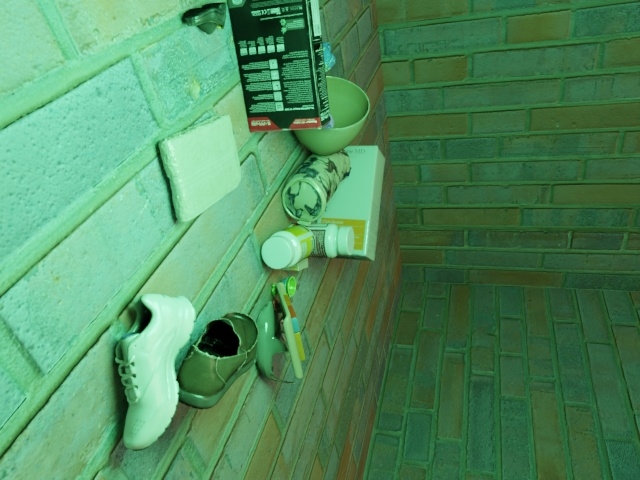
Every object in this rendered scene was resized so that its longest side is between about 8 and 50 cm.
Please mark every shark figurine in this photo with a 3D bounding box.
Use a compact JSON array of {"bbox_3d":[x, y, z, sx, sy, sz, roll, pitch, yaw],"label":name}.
[{"bbox_3d":[-0.142,0.344,1.482,0.166,0.116,0.279,-42,129,-64],"label":"shark figurine"}]

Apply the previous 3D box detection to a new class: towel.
[{"bbox_3d":[-0.275,-0.180,1.150,0.282,0.049,0.187,-53,139,-59],"label":"towel"}]

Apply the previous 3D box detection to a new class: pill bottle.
[{"bbox_3d":[-0.101,0.021,1.568,0.208,0.119,0.119,-26,116,-69],"label":"pill bottle"},{"bbox_3d":[0.000,0.000,1.710,0.121,0.221,0.121,1,90,-71],"label":"pill bottle"}]

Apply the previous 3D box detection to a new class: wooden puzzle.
[{"bbox_3d":[-0.089,0.272,1.517,0.239,0.044,0.221,-113,-168,-66],"label":"wooden puzzle"}]

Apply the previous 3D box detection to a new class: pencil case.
[{"bbox_3d":[-0.007,-0.211,1.775,0.410,0.159,0.184,-59,143,-56],"label":"pencil case"}]

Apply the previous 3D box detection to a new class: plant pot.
[{"bbox_3d":[0.017,-0.411,1.714,0.191,0.283,0.284,98,6,-53],"label":"plant pot"}]

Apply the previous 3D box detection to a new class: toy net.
[{"bbox_3d":[-0.118,0.241,1.650,0.122,0.045,0.233,-43,131,-66],"label":"toy net"}]

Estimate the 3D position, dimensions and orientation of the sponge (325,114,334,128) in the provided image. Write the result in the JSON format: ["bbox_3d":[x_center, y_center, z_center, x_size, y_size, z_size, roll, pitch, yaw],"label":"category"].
[{"bbox_3d":[-0.071,-0.383,1.490,0.117,0.209,0.031,51,46,-62],"label":"sponge"}]

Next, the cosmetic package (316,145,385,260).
[{"bbox_3d":[0.124,-0.155,2.037,0.161,0.229,0.454,30,65,-68],"label":"cosmetic package"}]

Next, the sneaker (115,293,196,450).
[{"bbox_3d":[-0.338,0.242,0.937,0.129,0.110,0.298,30,59,-50],"label":"sneaker"}]

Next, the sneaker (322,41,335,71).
[{"bbox_3d":[-0.014,-0.630,1.779,0.091,0.126,0.240,38,55,-67],"label":"sneaker"}]

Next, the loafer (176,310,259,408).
[{"bbox_3d":[-0.210,0.238,1.114,0.366,0.133,0.130,-70,-178,-76],"label":"loafer"}]

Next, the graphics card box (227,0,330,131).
[{"bbox_3d":[-0.109,-0.492,1.335,0.094,0.232,0.371,-50,137,-56],"label":"graphics card box"}]

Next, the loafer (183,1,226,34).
[{"bbox_3d":[-0.262,-0.515,1.146,0.170,0.062,0.061,-60,151,-53],"label":"loafer"}]

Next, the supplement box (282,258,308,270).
[{"bbox_3d":[-0.087,0.081,1.704,0.098,0.062,0.036,-16,107,-72],"label":"supplement box"}]
